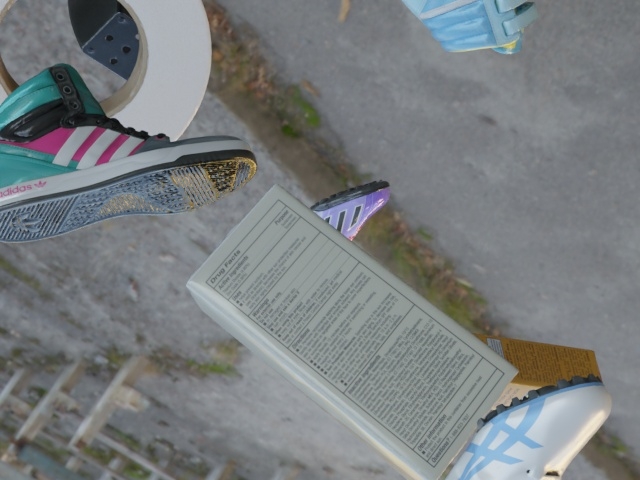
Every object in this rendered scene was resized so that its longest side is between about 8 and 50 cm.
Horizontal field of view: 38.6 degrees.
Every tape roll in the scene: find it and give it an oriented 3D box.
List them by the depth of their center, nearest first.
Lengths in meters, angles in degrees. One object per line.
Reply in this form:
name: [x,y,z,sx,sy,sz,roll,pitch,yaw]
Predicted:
tape roll: [-0.347,-0.265,1.266,0.392,0.392,0.072,44,-172,-30]

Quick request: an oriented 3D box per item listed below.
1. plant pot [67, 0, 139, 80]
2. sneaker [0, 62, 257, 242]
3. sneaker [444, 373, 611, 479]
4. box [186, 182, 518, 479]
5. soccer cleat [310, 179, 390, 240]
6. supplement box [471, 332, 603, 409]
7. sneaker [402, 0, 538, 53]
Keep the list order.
plant pot: [-0.380,-0.430,1.809,0.187,0.167,0.188,-34,131,29]
sneaker: [-0.230,-0.112,0.996,0.296,0.178,0.124,-12,155,-14]
sneaker: [0.118,0.186,0.633,0.085,0.237,0.086,21,-153,-46]
box: [0.028,0.099,0.940,0.311,0.148,0.121,39,166,12]
soccer cleat: [0.000,0.000,1.608,0.116,0.318,0.108,63,-160,5]
supplement box: [0.270,0.187,1.260,0.233,0.080,0.078,8,139,-18]
sneaker: [0.247,-0.360,1.144,0.319,0.127,0.208,-32,102,30]
